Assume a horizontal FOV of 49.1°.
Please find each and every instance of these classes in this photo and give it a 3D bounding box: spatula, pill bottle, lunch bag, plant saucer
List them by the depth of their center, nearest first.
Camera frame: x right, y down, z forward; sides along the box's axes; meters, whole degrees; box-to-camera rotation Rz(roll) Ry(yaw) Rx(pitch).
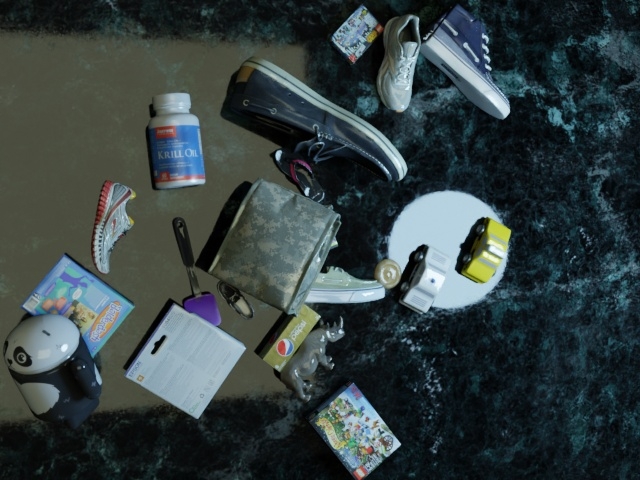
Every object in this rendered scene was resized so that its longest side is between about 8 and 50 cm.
[{"bbox_3d":[-0.354,-0.242,1.712,0.124,0.124,0.222,-8,94,-17],"label":"pill bottle"},{"bbox_3d":[-0.105,0.010,1.743,0.235,0.169,0.287,25,85,11],"label":"lunch bag"},{"bbox_3d":[-0.326,0.085,1.781,0.084,0.030,0.296,-15,97,-13],"label":"spatula"},{"bbox_3d":[0.190,0.094,1.950,0.083,0.015,0.083,-1,93,-17],"label":"plant saucer"}]

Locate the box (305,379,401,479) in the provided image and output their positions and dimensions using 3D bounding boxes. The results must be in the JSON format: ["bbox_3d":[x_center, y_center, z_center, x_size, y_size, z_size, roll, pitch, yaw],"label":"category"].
[{"bbox_3d":[0.091,0.522,1.919,0.159,0.044,0.233,-40,102,-12],"label":"box"}]

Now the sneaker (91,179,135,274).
[{"bbox_3d":[-0.500,-0.028,1.694,0.092,0.088,0.225,11,89,-19],"label":"sneaker"}]

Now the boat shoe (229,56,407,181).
[{"bbox_3d":[-0.009,-0.274,1.790,0.500,0.187,0.156,31,82,-9],"label":"boat shoe"}]

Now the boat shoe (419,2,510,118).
[{"bbox_3d":[0.432,-0.501,1.942,0.340,0.127,0.158,40,88,-14],"label":"boat shoe"}]

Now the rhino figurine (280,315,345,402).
[{"bbox_3d":[-0.014,0.301,1.865,0.106,0.073,0.243,40,79,-18],"label":"rhino figurine"}]

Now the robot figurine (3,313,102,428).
[{"bbox_3d":[-0.610,0.301,1.604,0.209,0.173,0.278,-14,121,-4],"label":"robot figurine"}]

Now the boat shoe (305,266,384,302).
[{"bbox_3d":[0.026,0.116,1.854,0.302,0.109,0.094,1,90,-15],"label":"boat shoe"}]

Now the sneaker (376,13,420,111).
[{"bbox_3d":[0.216,-0.480,1.882,0.099,0.121,0.262,0,92,-16],"label":"sneaker"}]

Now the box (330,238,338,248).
[{"bbox_3d":[0.000,0.000,1.851,0.062,0.083,0.052,-22,98,-16],"label":"box"}]

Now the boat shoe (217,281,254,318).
[{"bbox_3d":[-0.217,0.155,1.813,0.046,0.038,0.125,-39,102,-12],"label":"boat shoe"}]

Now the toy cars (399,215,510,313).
[{"bbox_3d":[0.393,0.070,1.974,0.393,0.087,0.176,-24,98,-15],"label":"toy cars"}]

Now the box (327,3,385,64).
[{"bbox_3d":[0.097,-0.556,1.890,0.094,0.027,0.137,43,80,-15],"label":"box"}]

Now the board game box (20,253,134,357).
[{"bbox_3d":[-0.584,0.158,1.695,0.210,0.047,0.160,41,81,-14],"label":"board game box"}]

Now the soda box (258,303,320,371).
[{"bbox_3d":[-0.082,0.252,1.849,0.061,0.058,0.181,39,80,-15],"label":"soda box"}]

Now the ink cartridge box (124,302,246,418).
[{"bbox_3d":[-0.341,0.301,1.770,0.224,0.045,0.223,36,86,-17],"label":"ink cartridge box"}]

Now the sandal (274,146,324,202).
[{"bbox_3d":[-0.050,-0.176,1.852,0.067,0.040,0.179,-42,103,-11],"label":"sandal"}]
